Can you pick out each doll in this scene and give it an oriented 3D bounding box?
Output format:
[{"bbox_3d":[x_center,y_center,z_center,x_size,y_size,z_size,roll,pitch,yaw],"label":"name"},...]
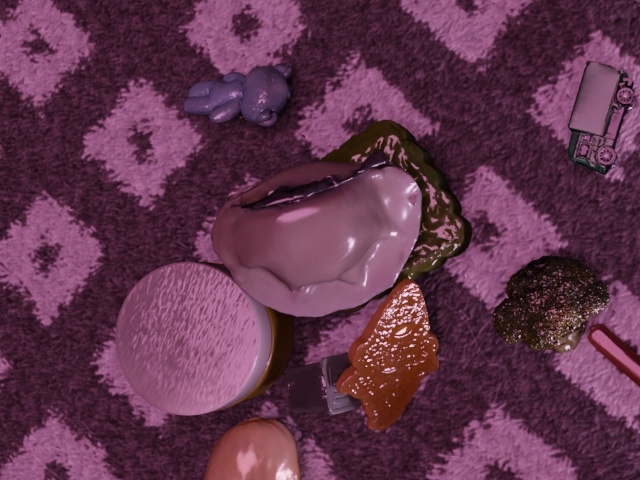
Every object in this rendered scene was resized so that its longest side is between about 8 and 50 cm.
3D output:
[{"bbox_3d":[-0.122,-0.211,1.826,0.180,0.075,0.120,-7,55,35],"label":"doll"}]

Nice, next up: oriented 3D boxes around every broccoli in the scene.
[{"bbox_3d":[0.316,0.091,1.671,0.162,0.146,0.138,-23,114,-2],"label":"broccoli"}]

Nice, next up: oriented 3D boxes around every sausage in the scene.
[{"bbox_3d":[0.433,0.170,1.681,0.147,0.035,0.030,42,67,14],"label":"sausage"}]

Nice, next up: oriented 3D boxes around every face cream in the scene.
[{"bbox_3d":[-0.165,0.140,1.764,0.218,0.179,0.218,-1,88,15],"label":"face cream"}]

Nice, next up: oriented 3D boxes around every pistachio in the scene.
[{"bbox_3d":[-0.104,0.357,1.771,0.145,0.117,0.200,22,94,29],"label":"pistachio"}]

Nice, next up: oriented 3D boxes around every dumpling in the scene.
[{"bbox_3d":[-0.002,-0.007,1.614,0.293,0.163,0.204,-11,82,1],"label":"dumpling"}]

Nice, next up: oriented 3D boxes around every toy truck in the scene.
[{"bbox_3d":[0.394,-0.170,1.687,0.079,0.065,0.147,15,92,17],"label":"toy truck"}]

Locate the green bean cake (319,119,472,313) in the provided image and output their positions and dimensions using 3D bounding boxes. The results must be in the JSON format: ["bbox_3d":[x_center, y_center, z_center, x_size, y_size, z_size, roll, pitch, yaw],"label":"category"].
[{"bbox_3d":[0.071,-0.029,1.736,0.248,0.125,0.222,-34,80,13],"label":"green bean cake"}]

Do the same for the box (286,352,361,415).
[{"bbox_3d":[0.005,0.212,1.753,0.069,0.122,0.084,-12,84,26],"label":"box"}]

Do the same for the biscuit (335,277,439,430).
[{"bbox_3d":[0.102,0.164,1.718,0.035,0.162,0.250,45,131,48],"label":"biscuit"}]
